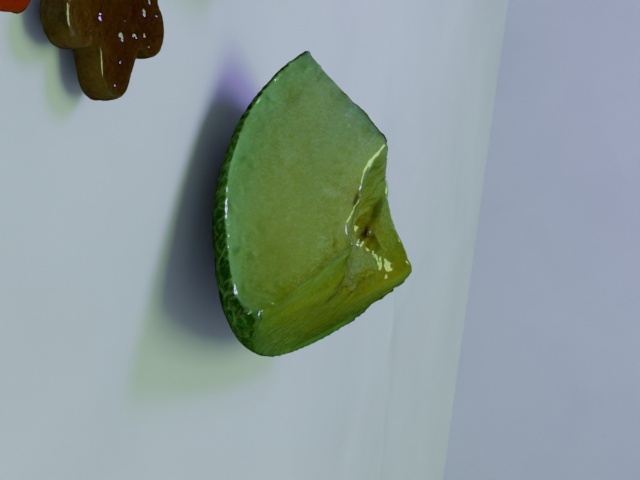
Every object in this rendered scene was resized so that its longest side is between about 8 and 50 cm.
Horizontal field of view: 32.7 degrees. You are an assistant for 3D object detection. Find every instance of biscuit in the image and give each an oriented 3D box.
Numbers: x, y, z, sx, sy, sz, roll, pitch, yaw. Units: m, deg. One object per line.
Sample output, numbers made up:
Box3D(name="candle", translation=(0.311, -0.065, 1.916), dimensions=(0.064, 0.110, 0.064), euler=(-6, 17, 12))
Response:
Box3D(name="biscuit", translation=(-0.170, -0.234, 0.916), dimensions=(0.180, 0.039, 0.236), euler=(66, 34, -54))

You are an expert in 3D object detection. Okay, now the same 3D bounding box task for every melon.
Box3D(name="melon", translation=(0.000, 0.000, 1.262), dimensions=(0.343, 0.226, 0.331), euler=(90, 1, -66))

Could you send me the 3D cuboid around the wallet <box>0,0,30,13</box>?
Box3D(name="wallet", translation=(-0.244, -0.217, 0.683), dimensions=(0.204, 0.045, 0.142), euler=(-28, 122, -69))
